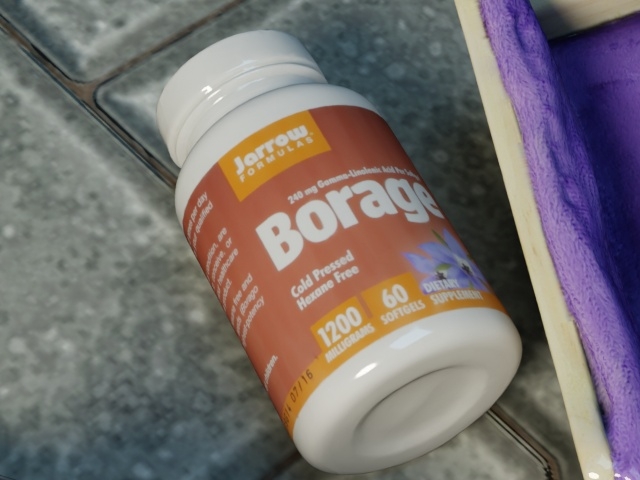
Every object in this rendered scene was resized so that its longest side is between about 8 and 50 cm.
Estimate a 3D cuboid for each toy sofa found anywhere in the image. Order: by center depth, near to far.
[{"bbox_3d":[0.178,0.000,0.852,0.150,0.177,0.362,-17,53,8],"label":"toy sofa"}]

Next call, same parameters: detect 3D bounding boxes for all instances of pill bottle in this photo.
[{"bbox_3d":[0.000,0.000,0.879,0.121,0.121,0.216,-18,58,-22],"label":"pill bottle"}]

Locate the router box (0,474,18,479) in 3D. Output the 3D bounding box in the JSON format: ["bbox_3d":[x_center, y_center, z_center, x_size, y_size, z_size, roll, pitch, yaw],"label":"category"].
[{"bbox_3d":[-0.148,0.173,0.768,0.179,0.046,0.133,17,52,3],"label":"router box"}]
